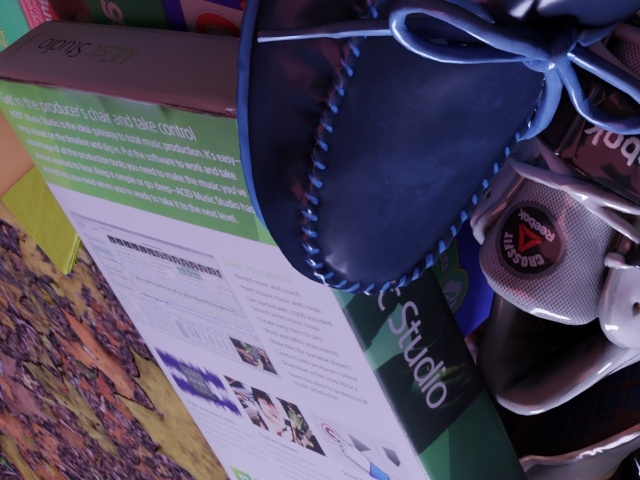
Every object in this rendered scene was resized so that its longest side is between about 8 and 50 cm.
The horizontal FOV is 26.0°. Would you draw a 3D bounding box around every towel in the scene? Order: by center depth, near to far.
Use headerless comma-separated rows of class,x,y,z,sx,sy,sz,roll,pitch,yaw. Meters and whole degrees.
towel,-0.220,-0.057,1.137,0.102,0.021,0.237,50,152,9

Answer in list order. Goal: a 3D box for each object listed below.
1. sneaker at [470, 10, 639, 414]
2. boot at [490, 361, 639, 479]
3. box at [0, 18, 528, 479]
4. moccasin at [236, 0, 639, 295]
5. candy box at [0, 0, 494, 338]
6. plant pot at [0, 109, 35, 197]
sneaker,0.135,-0.036,0.566,0.122,0.146,0.331,35,146,25
boot,0.166,0.122,0.800,0.106,0.082,0.219,32,150,-15
box,-0.023,0.039,0.706,0.232,0.058,0.322,15,141,48
moccasin,0.064,-0.116,0.451,0.117,0.137,0.342,46,129,40
candy box,-0.047,-0.103,0.746,0.317,0.122,0.268,25,144,35
plant pot,-0.280,-0.130,0.924,0.291,0.203,0.291,33,141,32
